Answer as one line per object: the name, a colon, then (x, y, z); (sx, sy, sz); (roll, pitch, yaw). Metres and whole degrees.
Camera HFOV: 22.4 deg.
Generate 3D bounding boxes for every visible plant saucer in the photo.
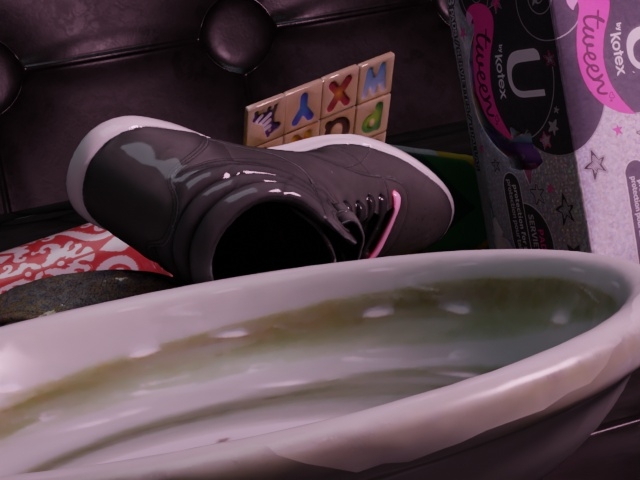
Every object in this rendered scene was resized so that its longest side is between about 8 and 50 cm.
plant saucer: (-0.044, 0.090, 0.704); (0.400, 0.100, 0.400); (-9, 8, 1)

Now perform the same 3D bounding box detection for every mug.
mug: (-0.201, 0.047, 1.241); (0.169, 0.113, 0.150); (-15, 7, -16)

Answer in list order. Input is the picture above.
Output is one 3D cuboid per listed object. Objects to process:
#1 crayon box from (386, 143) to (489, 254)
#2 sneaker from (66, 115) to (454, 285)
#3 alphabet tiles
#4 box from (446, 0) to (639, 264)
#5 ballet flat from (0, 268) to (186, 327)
crayon box: (0.070, -0.020, 1.316); (0.202, 0.081, 0.318); (-5, -5, 42)
sneaker: (0.000, 0.000, 1.005); (0.296, 0.104, 0.147); (6, 23, -41)
alphabet tiles: (-0.036, -0.041, 1.368); (0.237, 0.198, 0.009); (-25, 47, -33)
box: (0.204, -0.085, 1.153); (0.163, 0.247, 0.142); (-14, 7, -25)
ballet flat: (-0.207, 0.091, 1.021); (0.316, 0.107, 0.106); (-11, 25, 36)
